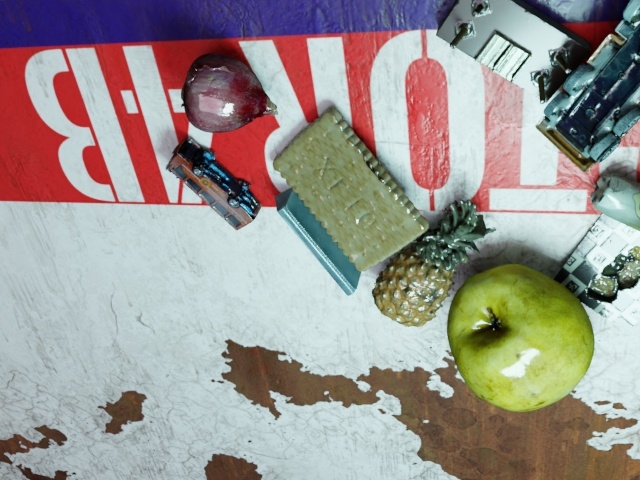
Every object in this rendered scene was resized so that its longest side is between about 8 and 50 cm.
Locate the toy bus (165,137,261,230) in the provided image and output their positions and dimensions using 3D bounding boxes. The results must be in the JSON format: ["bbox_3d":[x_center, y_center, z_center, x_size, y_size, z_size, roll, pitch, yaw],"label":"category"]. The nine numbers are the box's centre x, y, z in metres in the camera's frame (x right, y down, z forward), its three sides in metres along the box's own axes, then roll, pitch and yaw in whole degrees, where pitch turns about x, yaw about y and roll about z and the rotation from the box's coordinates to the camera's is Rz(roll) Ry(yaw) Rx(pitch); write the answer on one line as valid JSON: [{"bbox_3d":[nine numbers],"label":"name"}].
[{"bbox_3d":[-0.238,-0.124,1.607,0.235,0.074,0.096,41,134,-17],"label":"toy bus"}]

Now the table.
[{"bbox_3d":[0.330,-0.336,1.242,0.240,0.111,0.122,29,130,-6],"label":"table"}]

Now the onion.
[{"bbox_3d":[-0.177,-0.283,1.419,0.194,0.159,0.159,10,130,-7],"label":"onion"}]

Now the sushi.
[{"bbox_3d":[0.624,0.054,1.494,0.192,0.050,0.215,36,122,12],"label":"sushi"}]

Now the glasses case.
[{"bbox_3d":[0.000,0.000,1.625,0.056,0.105,0.266,-37,113,8],"label":"glasses case"}]

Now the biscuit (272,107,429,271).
[{"bbox_3d":[0.060,-0.101,1.509,0.325,0.044,0.217,50,129,-4],"label":"biscuit"}]

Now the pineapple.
[{"bbox_3d":[0.245,0.033,1.540,0.169,0.169,0.340,26,123,-4],"label":"pineapple"}]

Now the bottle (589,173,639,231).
[{"bbox_3d":[0.656,-0.046,1.387,0.269,0.083,0.083,23,130,-5],"label":"bottle"}]

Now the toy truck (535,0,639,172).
[{"bbox_3d":[0.520,-0.272,1.199,0.136,0.162,0.305,48,131,18],"label":"toy truck"}]

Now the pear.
[{"bbox_3d":[0.429,0.204,1.520,0.303,0.304,0.304,8,129,11],"label":"pear"}]
